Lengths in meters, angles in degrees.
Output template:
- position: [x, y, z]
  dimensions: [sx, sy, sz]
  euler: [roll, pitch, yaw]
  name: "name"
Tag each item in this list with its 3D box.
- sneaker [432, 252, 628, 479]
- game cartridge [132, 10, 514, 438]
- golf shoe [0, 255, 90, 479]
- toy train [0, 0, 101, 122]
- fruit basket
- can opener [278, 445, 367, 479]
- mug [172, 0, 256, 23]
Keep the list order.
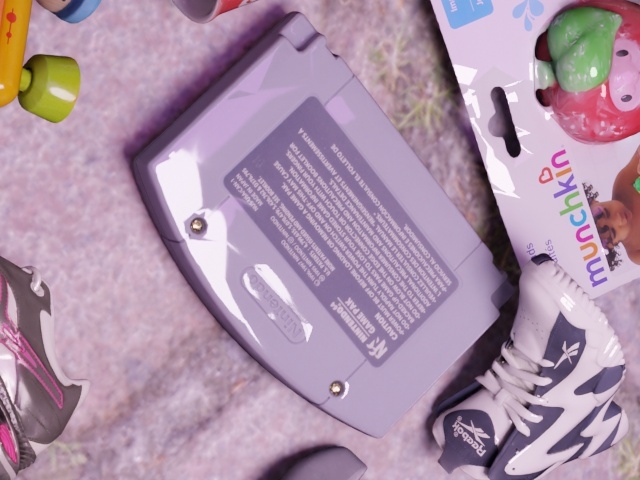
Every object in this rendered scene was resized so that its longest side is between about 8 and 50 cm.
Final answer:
- position: [0.153, 0.121, 1.370]
  dimensions: [0.153, 0.094, 0.235]
  euler: [-33, 147, -9]
  name: "sneaker"
- position: [0.000, 0.000, 1.331]
  dimensions: [0.198, 0.062, 0.297]
  euler: [-43, 113, -9]
  name: "game cartridge"
- position: [-0.258, 0.035, 1.204]
  dimensions: [0.120, 0.105, 0.273]
  euler: [-37, 115, -37]
  name: "golf shoe"
- position: [-0.223, -0.110, 1.158]
  dimensions: [0.143, 0.105, 0.248]
  euler: [18, 70, -39]
  name: "toy train"
- position: [0.284, -0.144, 1.383]
  dimensions: [0.353, 0.165, 0.327]
  euler: [-25, 108, -16]
  name: "fruit basket"
- position: [-0.056, 0.264, 1.312]
  dimensions: [0.095, 0.076, 0.283]
  euler: [47, 57, 9]
  name: "can opener"
- position: [-0.026, -0.247, 1.242]
  dimensions: [0.169, 0.113, 0.150]
  euler: [-20, 131, -25]
  name: "mug"
